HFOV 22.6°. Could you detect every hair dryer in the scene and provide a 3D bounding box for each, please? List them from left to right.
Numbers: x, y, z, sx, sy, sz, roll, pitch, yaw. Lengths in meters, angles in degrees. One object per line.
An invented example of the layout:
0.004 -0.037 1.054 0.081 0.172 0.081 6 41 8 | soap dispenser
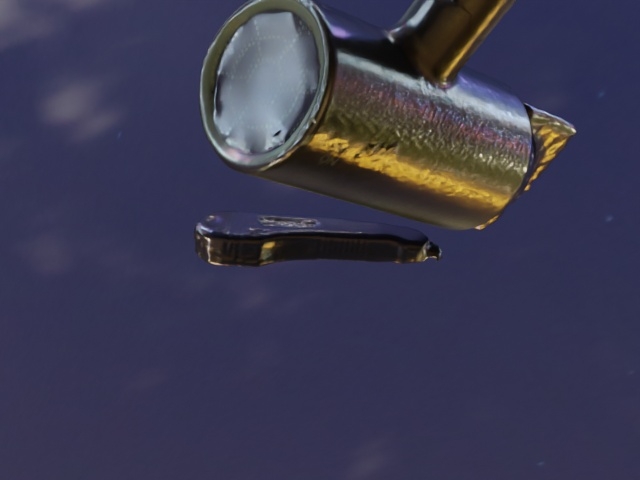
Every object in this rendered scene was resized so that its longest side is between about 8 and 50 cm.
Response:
0.090 -0.110 0.689 0.195 0.248 0.078 14 -146 -47 | hair dryer

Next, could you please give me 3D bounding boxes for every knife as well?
0.000 0.000 0.754 0.121 0.031 0.018 2 -63 -10 | knife
